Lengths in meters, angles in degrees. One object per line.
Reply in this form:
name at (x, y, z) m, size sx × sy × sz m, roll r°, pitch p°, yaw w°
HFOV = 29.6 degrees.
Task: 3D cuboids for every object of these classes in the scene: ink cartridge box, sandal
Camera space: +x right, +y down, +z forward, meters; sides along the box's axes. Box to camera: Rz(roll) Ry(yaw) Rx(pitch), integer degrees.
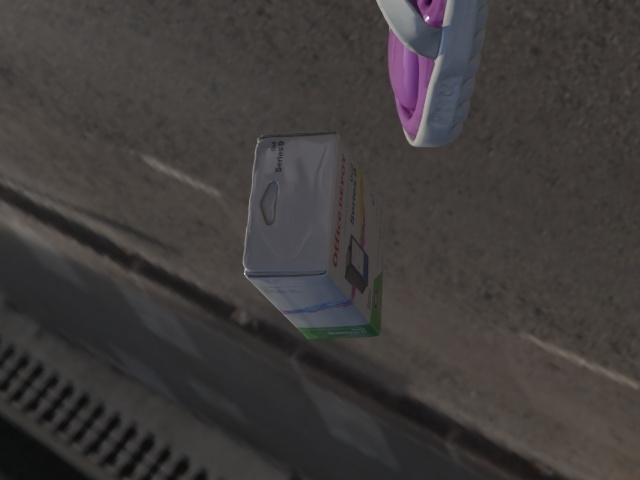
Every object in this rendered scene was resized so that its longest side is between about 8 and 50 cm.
ink cartridge box at (0.000, 0.000, 1.257) m, size 0.093 × 0.154 × 0.212 m, roll -3°, pitch 158°, yaw 18°
sandal at (0.055, -0.213, 0.859) m, size 0.416 × 0.102 × 0.169 m, roll 84°, pitch 173°, yaw -49°
